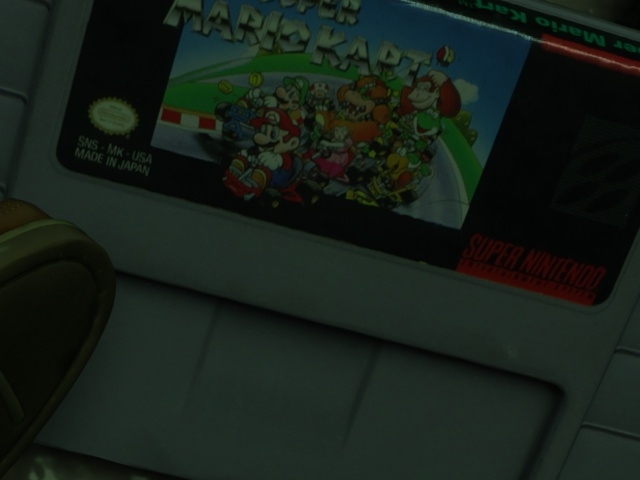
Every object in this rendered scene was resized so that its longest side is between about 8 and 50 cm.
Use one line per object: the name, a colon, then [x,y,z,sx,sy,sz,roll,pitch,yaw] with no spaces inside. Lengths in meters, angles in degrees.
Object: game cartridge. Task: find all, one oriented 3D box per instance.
game cartridge: [0.000,0.000,0.611,0.355,0.230,0.068,15,29,-9]

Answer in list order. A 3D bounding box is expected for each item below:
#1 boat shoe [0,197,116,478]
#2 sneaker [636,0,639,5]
boat shoe: [-0.211,0.083,0.534,0.307,0.111,0.104,-42,57,-12]
sneaker: [0.236,-0.216,0.852,0.131,0.112,0.296,35,59,21]
